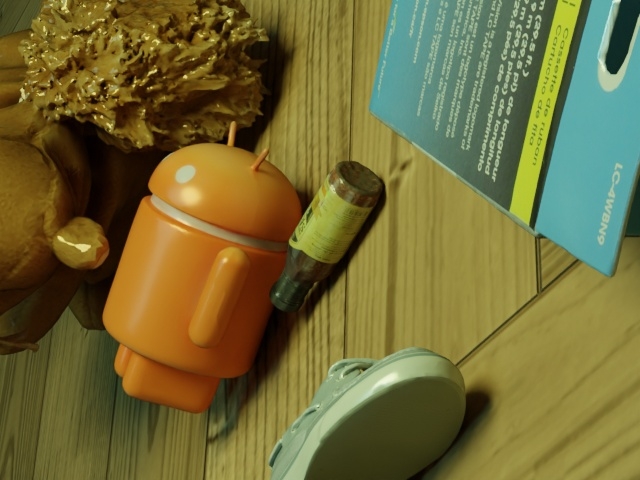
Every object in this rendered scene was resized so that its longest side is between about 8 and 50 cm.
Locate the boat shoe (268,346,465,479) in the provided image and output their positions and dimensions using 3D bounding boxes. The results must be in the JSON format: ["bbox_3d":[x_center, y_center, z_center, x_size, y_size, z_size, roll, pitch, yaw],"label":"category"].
[{"bbox_3d":[0.018,0.116,1.156,0.227,0.079,0.081,126,148,-48],"label":"boat shoe"}]

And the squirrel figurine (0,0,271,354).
[{"bbox_3d":[-0.234,-0.087,1.598,0.397,0.281,0.370,-51,2,8],"label":"squirrel figurine"}]

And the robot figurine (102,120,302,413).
[{"bbox_3d":[-0.091,0.019,1.437,0.158,0.128,0.219,-7,-60,-68],"label":"robot figurine"}]

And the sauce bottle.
[{"bbox_3d":[0.000,0.000,1.341,0.128,0.042,0.042,-58,26,32],"label":"sauce bottle"}]

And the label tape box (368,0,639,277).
[{"bbox_3d":[0.146,-0.139,0.933,0.348,0.115,0.249,-137,57,-66],"label":"label tape box"}]
